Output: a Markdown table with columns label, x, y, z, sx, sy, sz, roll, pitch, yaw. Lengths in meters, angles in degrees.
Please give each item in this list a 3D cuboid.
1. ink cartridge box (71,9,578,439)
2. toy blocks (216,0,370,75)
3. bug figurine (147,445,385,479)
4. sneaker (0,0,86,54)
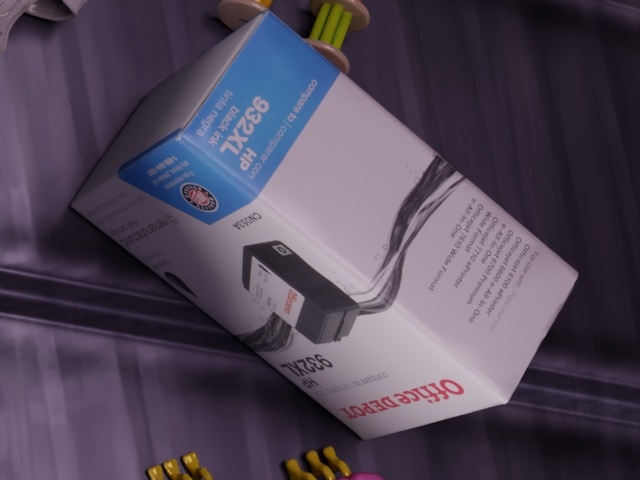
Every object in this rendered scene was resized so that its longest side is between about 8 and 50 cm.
| label | x | y | z | sx | sy | sz | roll | pitch | yaw |
| --- | --- | --- | --- | --- | --- | --- | --- | --- | --- |
| ink cartridge box | 0.000 | 0.000 | 1.468 | 0.307 | 0.223 | 0.129 | 39 | 63 | -14 |
| toy blocks | -0.007 | -0.222 | 1.619 | 0.123 | 0.054 | 0.148 | 29 | 65 | -18 |
| bug figurine | -0.015 | 0.273 | 1.478 | 0.216 | 0.072 | 0.279 | -22 | 88 | -31 |
| sneaker | -0.210 | -0.261 | 1.509 | 0.305 | 0.114 | 0.152 | -53 | 132 | -34 |
